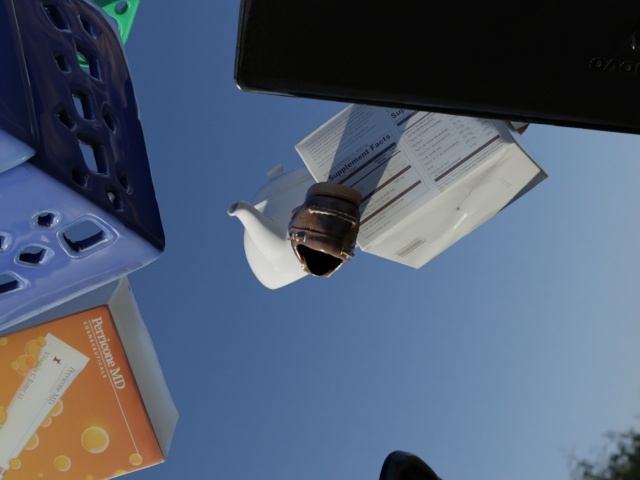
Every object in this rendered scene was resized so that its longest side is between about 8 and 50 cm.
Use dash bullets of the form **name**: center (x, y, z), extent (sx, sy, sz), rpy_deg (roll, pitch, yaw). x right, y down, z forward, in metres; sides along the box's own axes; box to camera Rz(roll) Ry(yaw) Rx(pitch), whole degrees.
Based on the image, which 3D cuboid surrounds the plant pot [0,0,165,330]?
- **plant pot**: center (-0.276, -0.079, 0.995), extent (0.212, 0.236, 0.236), rpy_deg (48, -157, -61)

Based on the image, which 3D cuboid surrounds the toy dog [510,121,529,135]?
- **toy dog**: center (0.340, -0.316, 1.911), extent (0.408, 0.395, 0.284), rpy_deg (-36, -21, 14)

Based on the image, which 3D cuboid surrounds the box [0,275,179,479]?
- **box**: center (-0.379, 0.202, 1.677), extent (0.168, 0.345, 0.215), rpy_deg (-93, -15, -78)

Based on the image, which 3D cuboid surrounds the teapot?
- **teapot**: center (-0.034, -0.047, 2.323), extent (0.187, 0.252, 0.256), rpy_deg (62, 169, -2)

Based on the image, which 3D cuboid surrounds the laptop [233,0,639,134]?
- **laptop**: center (0.109, -0.309, 1.024), extent (0.408, 0.381, 0.236), rpy_deg (-107, 29, -45)

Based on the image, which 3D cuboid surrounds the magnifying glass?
- **magnifying glass**: center (-0.270, -0.333, 1.852), extent (0.231, 0.026, 0.092), rpy_deg (-45, -37, 16)

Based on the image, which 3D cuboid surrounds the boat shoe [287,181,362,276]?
- **boat shoe**: center (0.000, 0.000, 1.343), extent (0.207, 0.073, 0.073), rpy_deg (93, -172, -78)

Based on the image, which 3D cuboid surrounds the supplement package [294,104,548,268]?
- **supplement package**: center (0.123, -0.090, 1.545), extent (0.204, 0.145, 0.262), rpy_deg (-35, -15, 11)

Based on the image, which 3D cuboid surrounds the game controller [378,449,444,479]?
- **game controller**: center (0.106, 0.406, 1.577), extent (0.166, 0.067, 0.319), rpy_deg (39, -136, -26)
